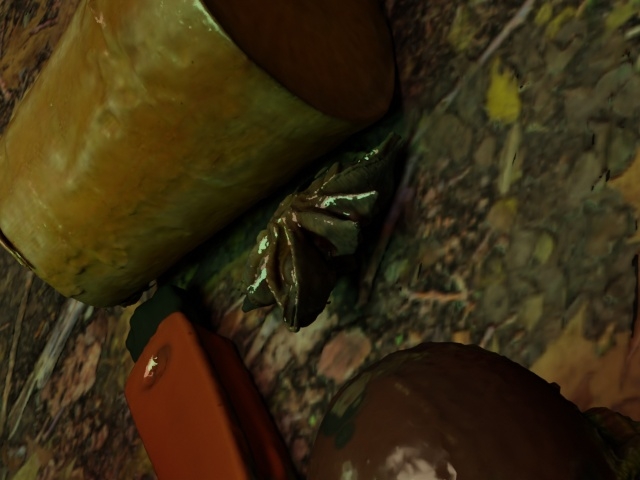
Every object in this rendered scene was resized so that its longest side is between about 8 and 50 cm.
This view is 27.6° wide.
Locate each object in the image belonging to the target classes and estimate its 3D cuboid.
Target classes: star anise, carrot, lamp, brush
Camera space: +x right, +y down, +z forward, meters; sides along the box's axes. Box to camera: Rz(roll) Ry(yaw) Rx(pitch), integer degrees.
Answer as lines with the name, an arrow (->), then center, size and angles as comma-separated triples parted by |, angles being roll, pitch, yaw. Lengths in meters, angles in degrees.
star anise -> 0.005, -0.009, 0.724 | 0.129, 0.056, 0.124 | -55, 16, -8
carrot -> -0.100, -0.087, 0.791 | 0.254, 0.196, 0.196 | -37, 43, 32
lamp -> 0.071, 0.110, 0.506 | 0.135, 0.156, 0.157 | -29, 72, -16
brush -> -0.055, 0.123, 0.715 | 0.070, 0.051, 0.323 | -52, 37, 11
